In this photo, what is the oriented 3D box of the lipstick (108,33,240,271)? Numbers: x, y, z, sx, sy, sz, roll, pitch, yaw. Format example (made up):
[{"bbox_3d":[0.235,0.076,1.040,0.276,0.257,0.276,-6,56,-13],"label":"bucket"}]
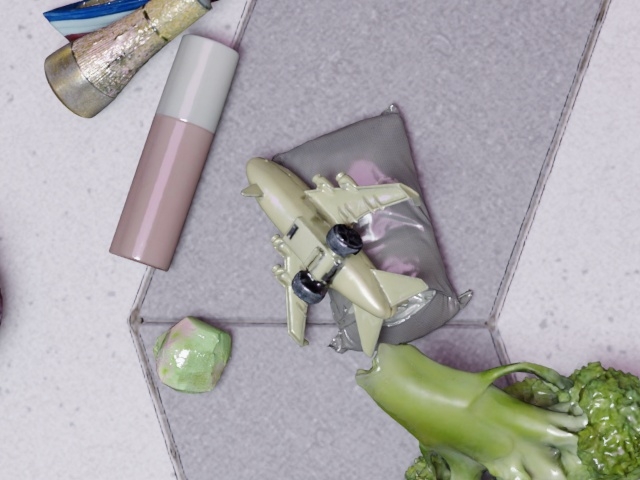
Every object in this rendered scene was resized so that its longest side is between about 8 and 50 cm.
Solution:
[{"bbox_3d":[-0.160,-0.096,1.413,0.070,0.070,0.254,18,86,7],"label":"lipstick"}]

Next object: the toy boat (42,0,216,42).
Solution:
[{"bbox_3d":[-0.197,-0.270,1.442,0.229,0.080,0.046,-17,117,3],"label":"toy boat"}]

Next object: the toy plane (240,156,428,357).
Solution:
[{"bbox_3d":[0.000,0.000,1.333,0.244,0.092,0.229,44,122,14],"label":"toy plane"}]

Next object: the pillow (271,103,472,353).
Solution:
[{"bbox_3d":[0.052,-0.009,1.392,0.169,0.059,0.255,-20,83,5],"label":"pillow"}]

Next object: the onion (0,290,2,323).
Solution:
[{"bbox_3d":[-0.489,0.108,1.379,0.267,0.159,0.348,39,91,19],"label":"onion"}]

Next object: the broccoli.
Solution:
[{"bbox_3d":[0.179,0.207,1.306,0.302,0.186,0.254,19,126,7],"label":"broccoli"}]

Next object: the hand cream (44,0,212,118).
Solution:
[{"bbox_3d":[-0.205,-0.220,1.400,0.203,0.084,0.084,-34,82,17],"label":"hand cream"}]

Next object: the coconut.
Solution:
[{"bbox_3d":[-0.142,0.125,1.385,0.081,0.083,0.082,18,45,6],"label":"coconut"}]
